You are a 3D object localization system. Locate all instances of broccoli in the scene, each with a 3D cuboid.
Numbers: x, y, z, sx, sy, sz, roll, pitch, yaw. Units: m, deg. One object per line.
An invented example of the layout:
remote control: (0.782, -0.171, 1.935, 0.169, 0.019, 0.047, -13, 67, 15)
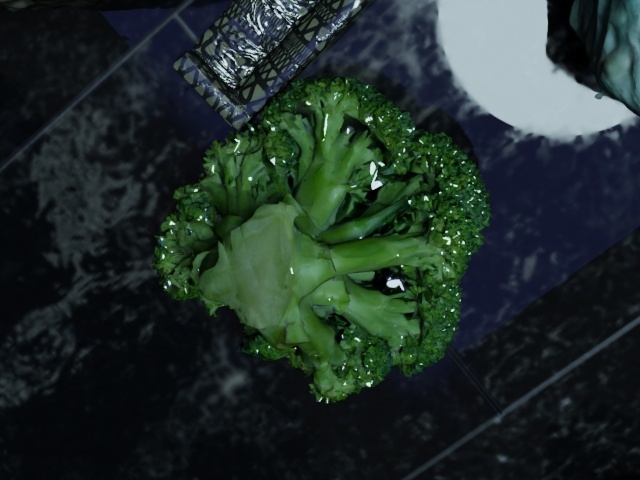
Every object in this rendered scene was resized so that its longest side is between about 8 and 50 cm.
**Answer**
broccoli: (0.000, 0.000, 0.557, 0.195, 0.156, 0.195, 5, 99, 35)

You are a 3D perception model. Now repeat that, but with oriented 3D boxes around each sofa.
sofa: (-0.027, -0.127, 0.582, 0.118, 0.039, 0.060, -43, 95, 14)

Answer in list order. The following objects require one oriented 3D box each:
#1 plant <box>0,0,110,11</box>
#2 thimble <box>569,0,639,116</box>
plant: (-0.174, -0.222, 0.499, 0.312, 0.213, 0.215, 5, 107, 43)
thimble: (0.226, -0.153, 0.477, 0.235, 0.143, 0.198, -41, 106, 20)
